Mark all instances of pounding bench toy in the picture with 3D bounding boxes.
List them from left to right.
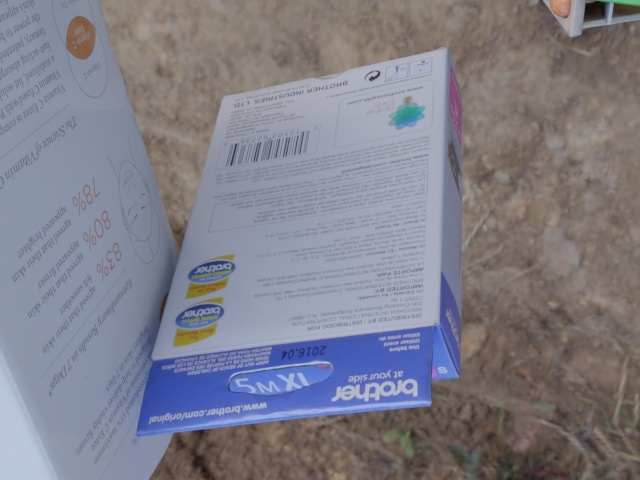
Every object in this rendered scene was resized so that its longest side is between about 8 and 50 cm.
[{"bbox_3d":[0.153,-0.136,0.472,0.065,0.083,0.052,-10,132,-4],"label":"pounding bench toy"}]

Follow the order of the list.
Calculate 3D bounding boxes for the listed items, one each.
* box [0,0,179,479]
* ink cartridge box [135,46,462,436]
[{"bbox_3d":[-0.214,-0.006,0.540,0.168,0.215,0.345,-6,117,16],"label":"box"},{"bbox_3d":[0.000,0.000,0.612,0.185,0.311,0.065,-9,133,18],"label":"ink cartridge box"}]
